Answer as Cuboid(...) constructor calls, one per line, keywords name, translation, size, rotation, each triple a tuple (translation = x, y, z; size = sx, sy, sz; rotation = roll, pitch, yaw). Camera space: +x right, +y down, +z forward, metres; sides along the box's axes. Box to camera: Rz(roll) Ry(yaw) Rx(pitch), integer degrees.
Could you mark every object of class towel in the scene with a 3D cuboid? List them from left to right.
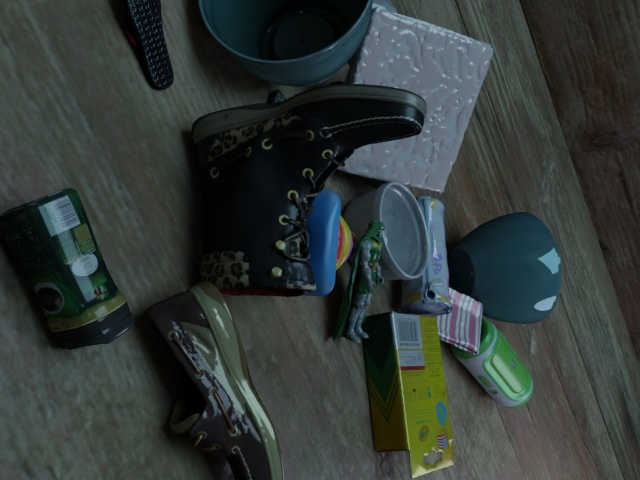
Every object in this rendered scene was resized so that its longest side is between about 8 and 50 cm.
Cuboid(name="towel", translation=(0.181, -0.278, 1.414), size=(0.316, 0.053, 0.332), rotation=(8, 109, -29))
Cuboid(name="towel", translation=(0.303, 0.172, 1.621), size=(0.197, 0.029, 0.144), rotation=(26, 53, -15))

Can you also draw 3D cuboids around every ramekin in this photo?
Cuboid(name="ramekin", translation=(0.133, -0.012, 1.439), size=(0.207, 0.109, 0.207), rotation=(27, 56, -50))

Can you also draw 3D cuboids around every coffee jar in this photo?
Cuboid(name="coffee jar", translation=(-0.294, 0.038, 0.802), size=(0.079, 0.096, 0.184), rotation=(-35, 108, -52))

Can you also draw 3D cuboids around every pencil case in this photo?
Cuboid(name="pencil case", translation=(0.233, 0.037, 1.555), size=(0.124, 0.113, 0.273), rotation=(59, 28, -60))

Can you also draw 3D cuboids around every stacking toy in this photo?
Cuboid(name="stacking toy", translation=(0.000, 0.000, 1.224), size=(0.302, 0.165, 0.175), rotation=(1, 94, -67))

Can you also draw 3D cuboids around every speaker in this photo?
Cuboid(name="speaker", translation=(0.441, 0.314, 1.758), size=(0.296, 0.131, 0.131), rotation=(48, 43, -35))

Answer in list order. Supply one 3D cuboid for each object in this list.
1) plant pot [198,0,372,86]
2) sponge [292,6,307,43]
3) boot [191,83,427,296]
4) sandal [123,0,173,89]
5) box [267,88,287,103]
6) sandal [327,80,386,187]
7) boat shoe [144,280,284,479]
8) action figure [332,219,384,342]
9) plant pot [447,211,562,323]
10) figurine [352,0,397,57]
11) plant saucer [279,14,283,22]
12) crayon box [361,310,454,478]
Cuboid(name="plant pot", translation=(-0.043, -0.390, 1.203), size=(0.196, 0.293, 0.293), rotation=(62, 25, -71))
Cuboid(name="sponge", translation=(-0.026, -0.455, 1.374), size=(0.117, 0.031, 0.210), rotation=(-28, 102, -56))
Cuboid(name="boot", translation=(-0.027, -0.065, 1.004), size=(0.138, 0.377, 0.284), rotation=(29, 59, -65))
Cuboid(name="sandal", translation=(-0.268, -0.316, 1.033), size=(0.067, 0.040, 0.179), rotation=(-33, 120, -50))
Cuboid(name="box", translation=(-0.077, -0.233, 1.293), size=(0.067, 0.018, 0.083), rotation=(46, 44, -37))
Cuboid(name="sandal", translation=(0.088, -0.231, 1.479), size=(0.254, 0.097, 0.054), rotation=(60, 10, -23))
Cuboid(name="boat shoe", translation=(-0.151, 0.233, 0.948), size=(0.123, 0.123, 0.342), rotation=(-22, 103, -27))
Cuboid(name="action figure", translation=(0.084, 0.074, 1.305), size=(0.137, 0.063, 0.232), rotation=(-12, 114, -69))
Cuboid(name="plant pot", translation=(0.442, 0.077, 1.757), size=(0.195, 0.290, 0.290), rotation=(-4, 80, -19))
Cuboid(name="figurine", translation=(0.094, -0.502, 1.592), size=(0.209, 0.092, 0.215), rotation=(19, 62, -47))
Cuboid(name="plant saucer", translation=(-0.040, -0.451, 1.413), size=(0.198, 0.036, 0.199), rotation=(26, 57, -49))
Cuboid(name="crayon box", translation=(0.183, 0.314, 1.417), size=(0.202, 0.081, 0.319), rotation=(14, 66, -53))
